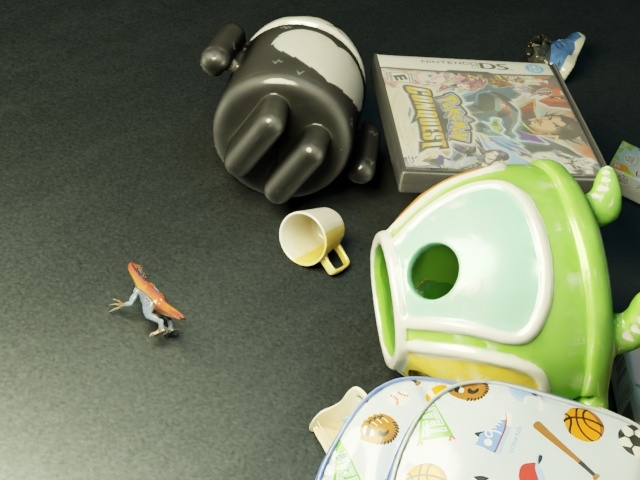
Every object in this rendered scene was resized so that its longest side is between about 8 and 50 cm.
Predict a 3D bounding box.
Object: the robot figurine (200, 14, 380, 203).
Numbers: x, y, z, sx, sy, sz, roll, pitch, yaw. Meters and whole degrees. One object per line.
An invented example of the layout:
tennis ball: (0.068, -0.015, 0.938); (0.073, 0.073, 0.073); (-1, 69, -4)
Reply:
robot figurine: (-0.033, -0.165, 1.315); (0.173, 0.209, 0.278); (-8, 33, 15)

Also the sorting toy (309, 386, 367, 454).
sorting toy: (0.033, 0.174, 0.975); (0.044, 0.075, 0.083); (-5, 42, -29)

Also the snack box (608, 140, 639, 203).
snack box: (0.485, -0.082, 1.557); (0.141, 0.037, 0.100); (28, 35, 12)

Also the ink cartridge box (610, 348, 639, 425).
ink cartridge box: (0.432, 0.191, 1.153); (0.232, 0.066, 0.189); (11, 35, -3)

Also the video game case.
video game case: (0.200, -0.145, 1.317); (0.248, 0.035, 0.275); (2, 38, -7)

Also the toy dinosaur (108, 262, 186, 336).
toy dinosaur: (-0.164, 0.053, 1.061); (0.047, 0.090, 0.082); (-6, 72, -53)

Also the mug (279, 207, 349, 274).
mug: (-0.003, -0.002, 1.225); (0.062, 0.078, 0.064); (-1, 14, 32)

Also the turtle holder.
turtle holder: (0.174, 0.083, 1.065); (0.227, 0.320, 0.243); (-5, 5, -8)

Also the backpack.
backpack: (0.119, 0.229, 0.815); (0.263, 0.213, 0.277); (12, 51, 16)

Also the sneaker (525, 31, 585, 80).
sneaker: (0.396, -0.329, 1.831); (0.084, 0.058, 0.152); (30, 42, 2)
